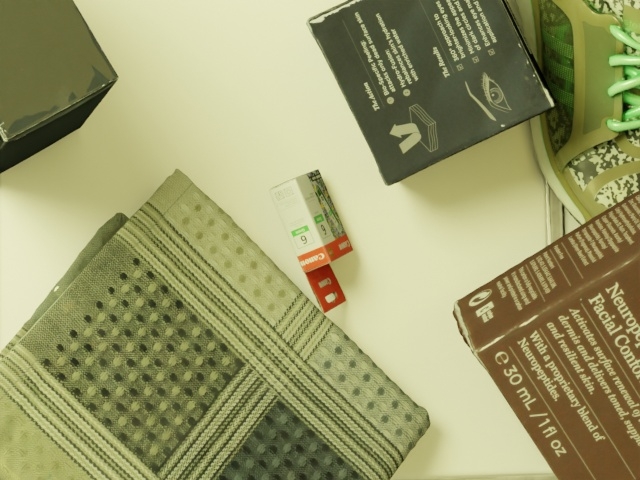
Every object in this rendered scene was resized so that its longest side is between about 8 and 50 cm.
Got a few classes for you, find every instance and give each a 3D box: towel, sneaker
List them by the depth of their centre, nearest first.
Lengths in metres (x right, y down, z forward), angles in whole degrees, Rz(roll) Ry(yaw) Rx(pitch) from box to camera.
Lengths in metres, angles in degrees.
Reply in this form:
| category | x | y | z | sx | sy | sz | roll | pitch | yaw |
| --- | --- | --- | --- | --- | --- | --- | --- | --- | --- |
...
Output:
| category | x | y | z | sx | sy | sz | roll | pitch | yaw |
| --- | --- | --- | --- | --- | --- | --- | --- | --- | --- |
| towel | -0.102 | 0.145 | 1.563 | 0.324 | 0.056 | 0.312 | 46 | 58 | -10 |
| sneaker | 0.260 | -0.166 | 1.649 | 0.158 | 0.182 | 0.410 | -20 | 90 | -14 |

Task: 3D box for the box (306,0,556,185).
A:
| category | x | y | z | sx | sy | sz | roll | pitch | yaw |
| --- | --- | --- | --- | --- | --- | --- | --- | --- | --- |
| box | 0.095 | -0.150 | 1.630 | 0.158 | 0.093 | 0.156 | -25 | 91 | 10 |

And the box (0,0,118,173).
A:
| category | x | y | z | sx | sy | sz | roll | pitch | yaw |
| --- | --- | --- | --- | --- | --- | --- | --- | --- | --- |
| box | -0.256 | -0.159 | 1.488 | 0.103 | 0.261 | 0.184 | -28 | 93 | -14 |

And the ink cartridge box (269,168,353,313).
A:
| category | x | y | z | sx | sy | sz | roll | pitch | yaw |
| --- | --- | --- | --- | --- | --- | --- | --- | --- | --- |
| ink cartridge box | 0.000 | 0.000 | 1.635 | 0.029 | 0.063 | 0.115 | -23 | 91 | 21 |

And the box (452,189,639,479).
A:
| category | x | y | z | sx | sy | sz | roll | pitch | yaw |
| --- | --- | --- | --- | --- | --- | --- | --- | --- | --- |
| box | 0.324 | 0.048 | 1.594 | 0.381 | 0.143 | 0.191 | -33 | 106 | 6 |
